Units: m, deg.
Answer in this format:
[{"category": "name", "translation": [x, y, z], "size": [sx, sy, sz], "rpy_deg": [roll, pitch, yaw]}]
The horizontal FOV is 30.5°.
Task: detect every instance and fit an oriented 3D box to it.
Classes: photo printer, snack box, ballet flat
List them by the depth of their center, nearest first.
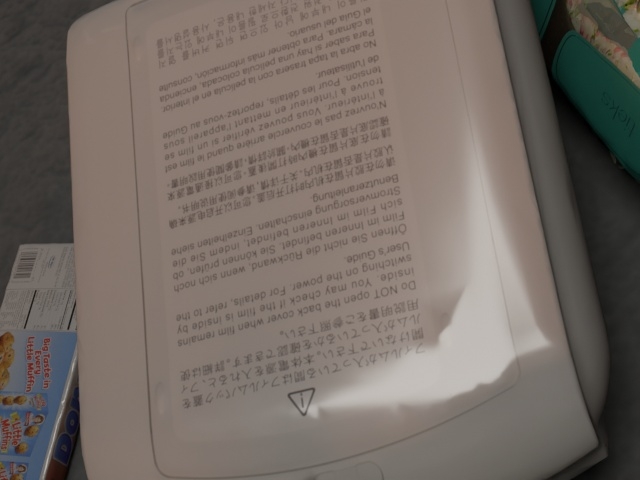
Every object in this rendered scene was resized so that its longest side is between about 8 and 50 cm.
[{"category": "photo printer", "translation": [0.000, 0.000, 0.584], "size": [0.256, 0.107, 0.307], "rpy_deg": [-16, 65, 17]}, {"category": "ballet flat", "translation": [0.154, -0.119, 0.634], "size": [0.077, 0.091, 0.241], "rpy_deg": [-13, 57, -21]}, {"category": "snack box", "translation": [-0.165, 0.084, 0.670], "size": [0.064, 0.022, 0.178], "rpy_deg": [0, 62, 21]}]
